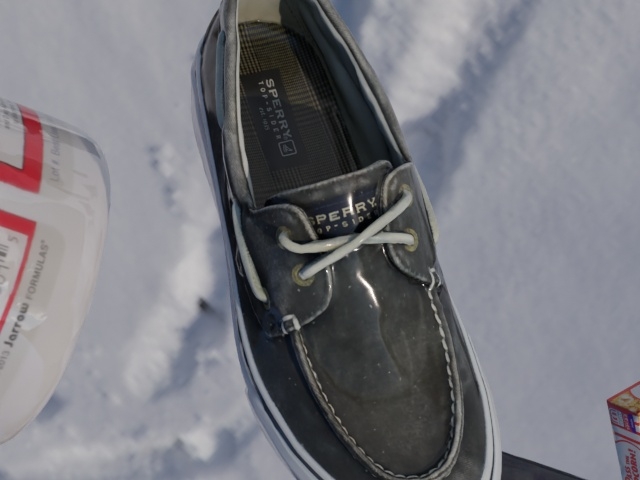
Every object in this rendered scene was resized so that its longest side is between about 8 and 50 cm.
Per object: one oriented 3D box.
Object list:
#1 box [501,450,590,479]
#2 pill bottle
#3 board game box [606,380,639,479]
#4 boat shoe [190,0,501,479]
[{"bbox_3d":[0.121,0.286,0.895,0.312,0.179,0.343,17,147,12],"label":"box"},{"bbox_3d":[-0.356,-0.027,0.958,0.408,0.229,0.229,20,157,-26],"label":"pill bottle"},{"bbox_3d":[0.373,0.181,1.502,0.045,0.193,0.147,21,130,56],"label":"board game box"},{"bbox_3d":[0.000,0.000,0.807,0.119,0.121,0.335,96,153,-61],"label":"boat shoe"}]
